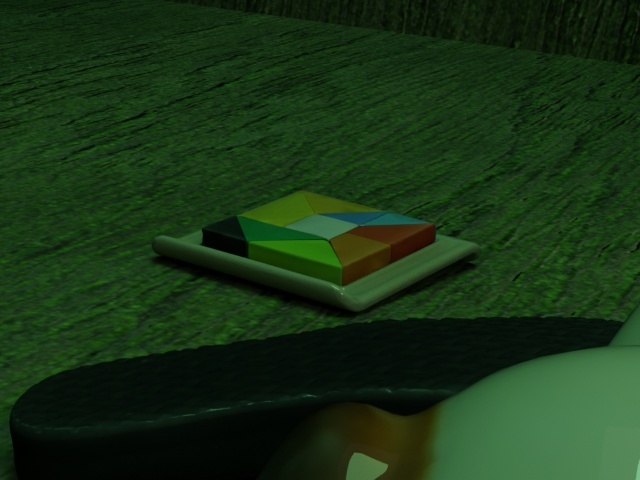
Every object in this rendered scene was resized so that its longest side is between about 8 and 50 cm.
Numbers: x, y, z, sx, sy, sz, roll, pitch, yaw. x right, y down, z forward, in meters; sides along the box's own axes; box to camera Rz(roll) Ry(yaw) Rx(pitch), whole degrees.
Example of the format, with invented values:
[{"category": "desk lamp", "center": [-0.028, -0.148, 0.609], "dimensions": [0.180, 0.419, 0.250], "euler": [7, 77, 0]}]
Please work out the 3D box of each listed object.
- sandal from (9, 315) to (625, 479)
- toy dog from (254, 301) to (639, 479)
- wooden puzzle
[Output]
[{"category": "sandal", "center": [0.032, 0.121, 1.029], "dimensions": [0.445, 0.107, 0.167], "euler": [-6, 16, 9]}, {"category": "toy dog", "center": [0.153, 0.129, 0.506], "dimensions": [0.284, 0.395, 0.408], "euler": [24, 14, 28]}, {"category": "wooden puzzle", "center": [0.000, 0.000, 1.507], "dimensions": [0.221, 0.044, 0.238], "euler": [15, 18, 32]}]
